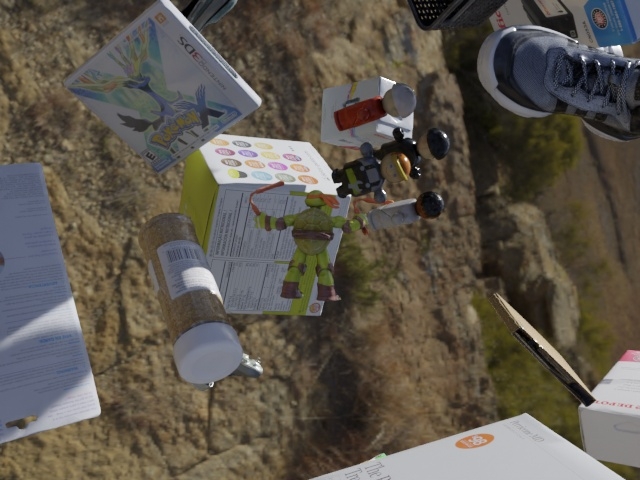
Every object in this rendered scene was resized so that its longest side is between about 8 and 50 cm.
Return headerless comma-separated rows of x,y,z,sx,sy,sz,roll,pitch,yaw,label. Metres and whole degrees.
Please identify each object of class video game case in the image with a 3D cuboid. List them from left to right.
-0.345,-0.322,1.707,0.300,0.329,0.036,45,35,-26,video game case

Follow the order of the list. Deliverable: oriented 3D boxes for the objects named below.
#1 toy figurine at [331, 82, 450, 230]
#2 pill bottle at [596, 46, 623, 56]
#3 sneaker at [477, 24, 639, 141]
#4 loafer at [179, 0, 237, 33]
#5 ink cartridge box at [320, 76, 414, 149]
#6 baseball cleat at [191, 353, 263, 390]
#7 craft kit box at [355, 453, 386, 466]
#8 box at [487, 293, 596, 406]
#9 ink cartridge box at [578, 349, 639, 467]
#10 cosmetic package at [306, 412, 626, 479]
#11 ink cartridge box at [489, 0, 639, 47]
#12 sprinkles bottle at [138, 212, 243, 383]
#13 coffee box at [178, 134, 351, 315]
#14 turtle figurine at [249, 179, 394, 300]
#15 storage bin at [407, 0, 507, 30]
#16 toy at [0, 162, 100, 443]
0.127,-0.136,1.339,0.213,0.148,0.210,45,40,-45,toy figurine
0.539,-0.404,1.784,0.283,0.160,0.161,-5,84,-27,pill bottle
0.311,-0.174,0.855,0.268,0.153,0.101,12,92,-28,sneaker
-0.309,-0.504,1.785,0.267,0.096,0.084,-45,136,-10,loafer
0.107,-0.284,1.782,0.128,0.176,0.128,8,84,-45,ink cartridge box
-0.202,0.267,1.608,0.072,0.205,0.110,26,83,-46,baseball cleat
0.016,0.543,1.569,0.061,0.250,0.246,48,17,24,craft kit box
0.344,0.167,1.236,0.164,0.021,0.201,44,9,-5,box
0.667,0.333,1.561,0.283,0.207,0.117,-27,110,-45,ink cartridge box
0.149,0.293,0.752,0.284,0.377,0.098,-13,94,-7,cosmetic package
0.403,-0.438,1.297,0.129,0.307,0.223,-36,112,-17,ink cartridge box
-0.255,0.101,1.504,0.121,0.121,0.355,25,28,-43,sprinkles bottle
-0.164,-0.044,1.964,0.334,0.338,0.338,3,117,-22,coffee box
0.000,0.000,1.433,0.087,0.269,0.218,-165,-103,-88,turtle figurine
0.153,-0.353,0.931,0.084,0.122,0.180,-12,76,-31,storage bin
-0.288,0.054,0.678,0.136,0.056,0.237,-9,82,-40,toy
